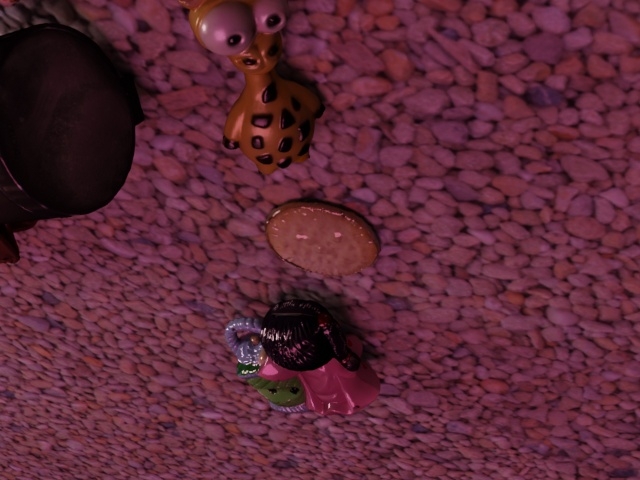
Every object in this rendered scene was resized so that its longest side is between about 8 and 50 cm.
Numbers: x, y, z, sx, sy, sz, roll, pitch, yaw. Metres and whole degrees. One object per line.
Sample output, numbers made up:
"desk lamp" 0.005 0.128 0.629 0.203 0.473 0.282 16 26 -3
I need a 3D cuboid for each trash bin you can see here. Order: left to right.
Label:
"trash bin" -0.381 -0.113 1.343 0.302 0.252 0.202 -6 105 35

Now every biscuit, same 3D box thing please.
"biscuit" 0.000 0.000 1.520 0.152 0.020 0.152 10 145 7

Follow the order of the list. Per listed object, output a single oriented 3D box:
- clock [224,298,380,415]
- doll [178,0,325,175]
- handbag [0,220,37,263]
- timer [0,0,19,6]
"clock" -0.035 0.161 1.691 0.194 0.100 0.195 -3 140 27
"doll" -0.064 -0.177 1.245 0.117 0.086 0.291 -27 140 -10
"handbag" -0.543 -0.065 1.593 0.260 0.084 0.275 -6 139 32
"timer" -0.366 -0.257 1.240 0.152 0.132 0.132 -12 142 0
